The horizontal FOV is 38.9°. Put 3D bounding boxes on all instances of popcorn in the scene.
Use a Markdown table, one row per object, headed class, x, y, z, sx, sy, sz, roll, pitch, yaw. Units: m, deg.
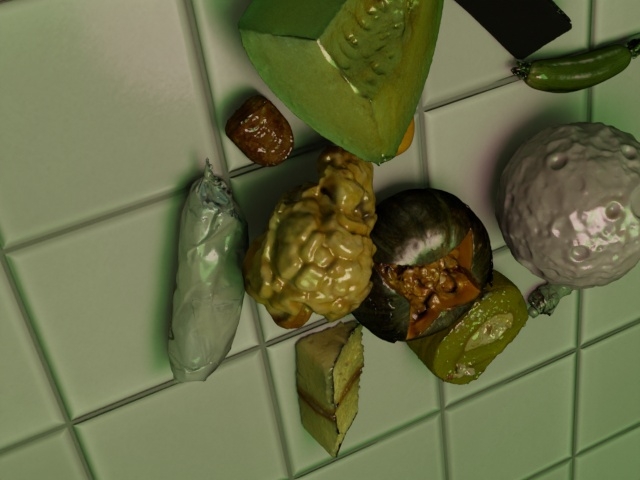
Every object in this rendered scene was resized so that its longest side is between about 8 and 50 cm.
| class | x | y | z | sx | sy | sz | roll | pitch | yaw |
| --- | --- | --- | --- | --- | --- | --- | --- | --- | --- |
| popcorn | 0.000 | 0.000 | 1.594 | 0.225 | 0.265 | 0.332 | 21 | 85 | -2 |

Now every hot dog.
| class | x | y | z | sx | sy | sz | roll | pitch | yaw |
| --- | --- | --- | --- | --- | --- | --- | --- | --- | --- |
| hot dog | -0.103 | -0.188 | 1.559 | 0.099 | 0.065 | 0.147 | -46 | 140 | 3 |

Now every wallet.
| class | x | y | z | sx | sy | sz | roll | pitch | yaw |
| --- | --- | --- | --- | --- | --- | --- | --- | --- | --- |
| wallet | 0.347 | -0.425 | 1.658 | 0.124 | 0.025 | 0.244 | -31 | 138 | 33 |

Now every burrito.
| class | x | y | z | sx | sy | sz | roll | pitch | yaw |
| --- | --- | --- | --- | --- | --- | --- | --- | --- | --- |
| burrito | -0.197 | 0.058 | 1.631 | 0.139 | 0.101 | 0.445 | -9 | 121 | -34 |

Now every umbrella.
| class | x | y | z | sx | sy | sz | roll | pitch | yaw |
| --- | --- | --- | --- | --- | --- | --- | --- | --- | --- |
| umbrella | 0.533 | 0.127 | 2.099 | 0.143 | 0.062 | 0.067 | -41 | 94 | -13 |

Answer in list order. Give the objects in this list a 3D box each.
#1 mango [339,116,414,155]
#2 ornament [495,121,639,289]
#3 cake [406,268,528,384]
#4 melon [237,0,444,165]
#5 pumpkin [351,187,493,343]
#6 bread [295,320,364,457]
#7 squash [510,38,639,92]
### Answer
| class | x | y | z | sx | sy | sz | roll | pitch | yaw |
| --- | --- | --- | --- | --- | --- | --- | --- | --- | --- |
| mango | 0.092 | -0.216 | 1.625 | 0.219 | 0.112 | 0.144 | 25 | 103 | -46 |
| ornament | 0.505 | -0.075 | 1.796 | 0.337 | 0.337 | 0.337 | -14 | 124 | -21 |
| cake | 0.315 | 0.177 | 1.956 | 0.260 | 0.156 | 0.179 | -51 | 135 | 5 |
| melon | 0.081 | -0.351 | 1.455 | 0.331 | 0.226 | 0.343 | 39 | 60 | -5 |
| pumpkin | 0.186 | 0.047 | 1.776 | 0.321 | 0.192 | 0.320 | -14 | 126 | -20 |
| bread | 0.019 | 0.314 | 1.906 | 0.142 | 0.178 | 0.266 | 0 | 120 | 8 |
| squash | 0.511 | -0.337 | 1.797 | 0.319 | 0.071 | 0.080 | -15 | 154 | -21 |
